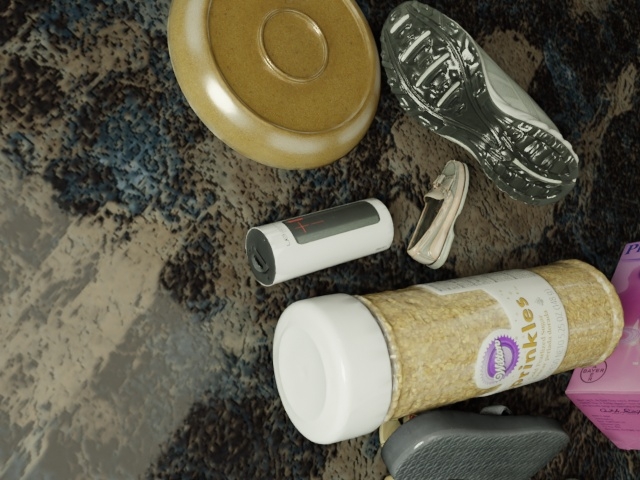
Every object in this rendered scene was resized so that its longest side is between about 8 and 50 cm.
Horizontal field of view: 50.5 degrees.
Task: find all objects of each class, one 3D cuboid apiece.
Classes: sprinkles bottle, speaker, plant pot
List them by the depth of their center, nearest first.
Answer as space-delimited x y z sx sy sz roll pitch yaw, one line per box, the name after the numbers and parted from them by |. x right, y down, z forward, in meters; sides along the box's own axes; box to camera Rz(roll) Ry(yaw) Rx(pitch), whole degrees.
0.000 0.000 0.634 0.136 0.055 0.055 -15 87 -31 | speaker
0.134 0.093 0.653 0.355 0.121 0.121 -6 83 -32 | sprinkles bottle
-0.031 -0.188 0.669 0.236 0.032 0.237 7 75 -29 | plant pot

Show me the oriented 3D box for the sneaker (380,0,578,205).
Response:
0.172 -0.153 0.756 0.271 0.100 0.108 44 29 -8 | sneaker

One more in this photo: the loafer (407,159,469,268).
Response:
0.125 -0.033 0.722 0.039 0.045 0.125 23 72 -17 | loafer

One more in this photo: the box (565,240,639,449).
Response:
0.435 0.109 0.771 0.117 0.213 0.243 44 62 -16 | box

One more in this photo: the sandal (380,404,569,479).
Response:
0.156 0.188 0.652 0.254 0.097 0.054 22 26 -41 | sandal

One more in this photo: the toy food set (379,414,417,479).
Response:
0.087 0.220 0.648 0.077 0.019 0.122 17 52 -27 | toy food set

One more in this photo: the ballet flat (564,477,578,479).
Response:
0.295 0.362 0.728 0.068 0.072 0.213 -24 89 -12 | ballet flat
